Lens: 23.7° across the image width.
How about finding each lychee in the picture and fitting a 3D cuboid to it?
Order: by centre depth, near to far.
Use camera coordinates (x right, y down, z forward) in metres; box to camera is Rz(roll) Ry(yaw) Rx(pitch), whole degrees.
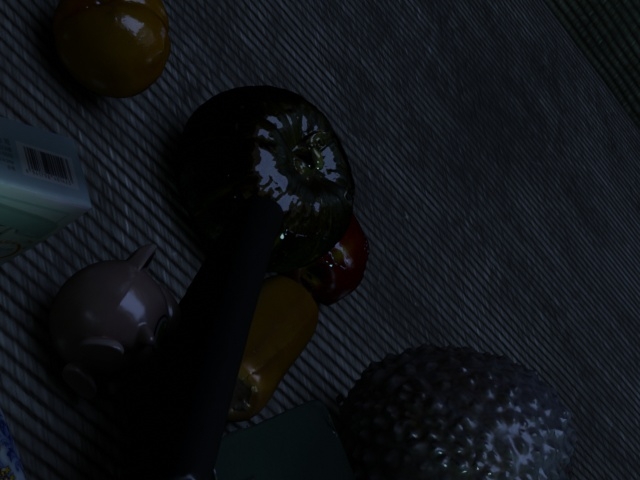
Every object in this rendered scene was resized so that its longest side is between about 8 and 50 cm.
[{"bbox_3d":[0.159,0.251,1.794,0.300,0.300,0.300,42,34,-37],"label":"lychee"}]

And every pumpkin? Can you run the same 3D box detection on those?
[{"bbox_3d":[-0.061,-0.079,1.817,0.238,0.159,0.238,29,42,-30],"label":"pumpkin"}]

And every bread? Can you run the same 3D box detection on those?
[{"bbox_3d":[-0.066,0.121,1.749,0.093,0.074,0.239,62,27,-15],"label":"bread"}]

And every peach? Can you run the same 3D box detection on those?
[{"bbox_3d":[-0.234,-0.230,1.697,0.138,0.138,0.138,42,34,-37],"label":"peach"},{"bbox_3d":[0.006,-0.002,1.963,0.127,0.092,0.172,42,36,-31],"label":"peach"}]

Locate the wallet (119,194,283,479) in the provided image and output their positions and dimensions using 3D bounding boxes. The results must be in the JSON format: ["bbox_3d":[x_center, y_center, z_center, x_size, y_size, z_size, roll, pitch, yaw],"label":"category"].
[{"bbox_3d":[-0.124,0.152,1.463,0.062,0.228,0.406,25,38,-11],"label":"wallet"}]

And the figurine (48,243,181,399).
[{"bbox_3d":[-0.202,0.079,1.485,0.125,0.125,0.138,51,37,-24],"label":"figurine"}]

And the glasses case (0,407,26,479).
[{"bbox_3d":[-0.322,0.133,1.287,0.087,0.065,0.248,-24,89,-61],"label":"glasses case"}]

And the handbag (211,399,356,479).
[{"bbox_3d":[-0.038,0.314,1.620,0.260,0.079,0.247,-12,79,-60],"label":"handbag"}]

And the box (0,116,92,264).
[{"bbox_3d":[-0.342,-0.055,1.347,0.269,0.135,0.079,17,48,-56],"label":"box"}]
